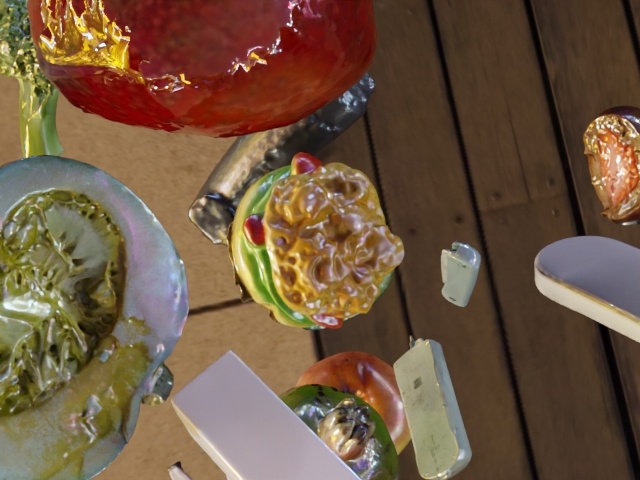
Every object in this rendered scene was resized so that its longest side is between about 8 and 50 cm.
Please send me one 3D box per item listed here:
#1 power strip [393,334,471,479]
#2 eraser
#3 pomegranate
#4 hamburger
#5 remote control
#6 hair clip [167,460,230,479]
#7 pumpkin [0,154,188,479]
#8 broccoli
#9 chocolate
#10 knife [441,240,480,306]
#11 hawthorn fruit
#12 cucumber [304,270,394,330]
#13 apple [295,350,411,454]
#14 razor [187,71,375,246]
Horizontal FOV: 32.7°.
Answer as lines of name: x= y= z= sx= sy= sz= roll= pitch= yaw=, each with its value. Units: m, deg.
power strip: x=0.153 y=0.230 z=1.523 sx=0.080 sy=0.029 sz=0.227 roll=-40 pitch=46 yaw=33
eraser: x=-0.010 y=0.225 z=0.962 sx=0.078 sy=0.076 sz=0.298 roll=-39 pitch=57 yaw=-16
pomegranate: x=0.009 y=0.235 z=1.208 sx=0.180 sy=0.180 sz=0.209 roll=44 pitch=139 yaw=11
hamburger: x=0.000 y=0.000 z=1.429 sx=0.149 sy=0.237 sz=0.237 roll=-7 pitch=85 yaw=54
remote control: x=0.241 y=0.047 z=0.736 sx=0.077 sy=0.245 sz=0.022 roll=-25 pitch=121 yaw=-25
hair clip: x=-0.085 y=0.364 z=1.337 sx=0.101 sy=0.085 sz=0.331 roll=-31 pitch=38 yaw=-10
pumpkin: x=-0.281 y=0.075 z=1.044 sx=0.263 sy=0.197 sz=0.293 roll=36 pitch=76 yaw=-25
broccoli: x=-0.443 y=-0.281 z=1.815 sx=0.186 sy=0.254 sz=0.302 roll=-19 pitch=72 yaw=-27
chocolate: x=0.376 y=-0.097 z=1.313 sx=0.124 sy=0.127 sz=0.133 roll=5 pitch=120 yaw=28
knife: x=0.153 y=0.038 z=1.215 sx=0.044 sy=0.162 sz=0.023 roll=24 pitch=73 yaw=11
hawthorn fruit: x=-0.074 y=-0.203 z=0.895 sx=0.265 sy=0.307 sz=0.265 roll=-20 pitch=61 yaw=41
cucumber: x=0.010 y=0.046 z=1.721 sx=0.191 sy=0.191 sz=0.130 roll=-27 pitch=51 yaw=11
apple: x=0.055 y=0.284 z=1.797 sx=0.209 sy=0.164 sz=0.209 roll=0 pitch=68 yaw=-1
razor: x=-0.063 y=-0.136 z=1.588 sx=0.107 sy=0.189 sz=0.327 roll=42 pitch=112 yaw=-9
